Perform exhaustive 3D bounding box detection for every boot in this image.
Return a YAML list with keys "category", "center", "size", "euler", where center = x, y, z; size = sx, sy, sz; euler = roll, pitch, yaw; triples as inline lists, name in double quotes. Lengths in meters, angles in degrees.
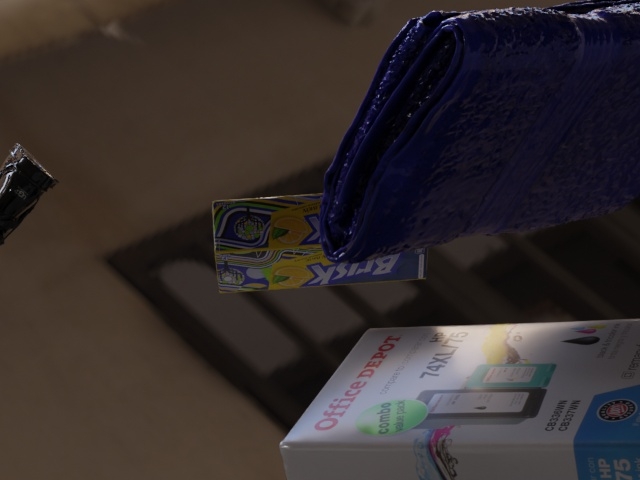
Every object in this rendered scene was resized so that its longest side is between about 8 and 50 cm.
- category: "boot"
  center: [-0.244, -0.021, 1.414]
  size: [0.099, 0.045, 0.121]
  euler: [-48, 11, -1]

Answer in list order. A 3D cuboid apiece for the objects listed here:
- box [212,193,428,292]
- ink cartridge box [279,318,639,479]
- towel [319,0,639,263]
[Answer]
- category: "box"
  center: [0.000, 0.000, 1.498]
  size: [0.169, 0.054, 0.059]
  euler: [-5, -37, -2]
- category: "ink cartridge box"
  center: [0.142, 0.184, 1.335]
  size: [0.198, 0.270, 0.197]
  euler: [-48, -49, -59]
- category: "towel"
  center: [0.152, -0.093, 1.378]
  size: [0.308, 0.076, 0.228]
  euler: [-9, -36, -38]
